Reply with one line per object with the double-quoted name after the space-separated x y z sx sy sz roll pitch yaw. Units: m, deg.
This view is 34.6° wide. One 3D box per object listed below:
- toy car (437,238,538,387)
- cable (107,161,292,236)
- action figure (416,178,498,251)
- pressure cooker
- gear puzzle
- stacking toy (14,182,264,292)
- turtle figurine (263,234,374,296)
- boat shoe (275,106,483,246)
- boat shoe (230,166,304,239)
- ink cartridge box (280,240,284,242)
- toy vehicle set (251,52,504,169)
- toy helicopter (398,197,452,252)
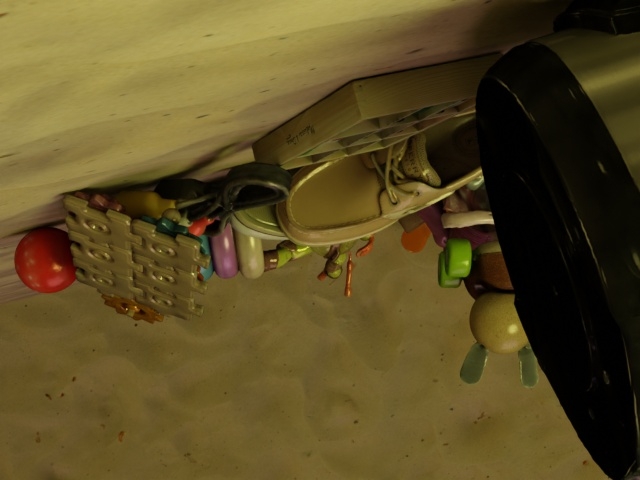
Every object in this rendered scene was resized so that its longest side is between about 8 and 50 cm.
0.239 0.100 1.359 0.155 0.188 0.149 2 167 0 "toy car"
-0.123 -0.030 1.179 0.287 0.072 0.139 0 156 46 "cable"
0.261 -0.035 1.504 0.248 0.276 0.370 7 147 -3 "action figure"
0.365 -0.033 0.799 0.420 0.370 0.375 -17 144 1 "pressure cooker"
-0.218 0.034 1.260 0.175 0.044 0.339 19 154 0 "gear puzzle"
-0.248 0.005 1.398 0.330 0.141 0.141 -9 178 -5 "stacking toy"
0.000 0.000 1.564 0.217 0.269 0.087 -8 -140 -23 "turtle figurine"
0.103 -0.094 1.239 0.341 0.122 0.110 -25 177 -2 "boat shoe"
-0.014 -0.057 1.375 0.302 0.113 0.103 -15 173 -41 "boat shoe"
0.056 -0.086 1.797 0.223 0.045 0.224 -14 157 -42 "ink cartridge box"
0.052 -0.123 1.040 0.166 0.035 0.267 -14 178 -24 "toy vehicle set"
0.265 -0.104 1.836 0.355 0.140 0.235 -33 172 -39 "toy helicopter"
